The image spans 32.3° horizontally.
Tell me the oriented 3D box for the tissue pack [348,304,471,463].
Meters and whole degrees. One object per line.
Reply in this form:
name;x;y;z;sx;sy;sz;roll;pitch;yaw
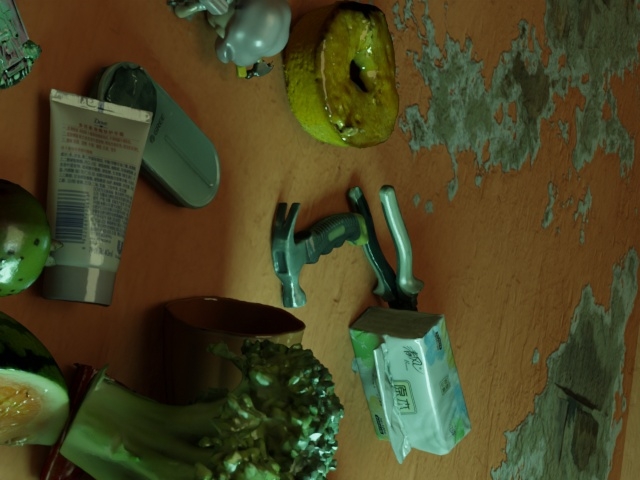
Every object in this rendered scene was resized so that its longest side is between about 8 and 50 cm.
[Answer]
tissue pack;0.136;0.246;1.861;0.145;0.159;0.229;-35;119;-42

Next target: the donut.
donut;0.044;-0.260;1.748;0.253;0.118;0.253;0;90;-53

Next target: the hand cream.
hand cream;-0.277;-0.048;1.309;0.133;0.083;0.247;13;81;-37

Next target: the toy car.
toy car;-0.360;-0.234;1.210;0.069;0.055;0.142;-44;136;-36

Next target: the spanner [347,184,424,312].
spanner;0.127;0.052;1.892;0.040;0.096;0.324;-43;125;-46

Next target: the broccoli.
broccoli;-0.139;0.287;1.248;0.277;0.318;0.338;-72;165;-60

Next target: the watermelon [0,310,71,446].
watermelon;-0.357;0.139;1.156;0.303;0.128;0.159;20;75;-54

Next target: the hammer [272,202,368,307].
hammer;0.000;0.000;1.755;0.226;0.041;0.158;-26;113;-52

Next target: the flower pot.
flower pot;-0.127;0.177;1.471;0.191;0.191;0.173;-4;108;-56

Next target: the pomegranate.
pomegranate;-0.342;-0.008;1.188;0.159;0.129;0.129;-54;136;-67

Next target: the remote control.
remote control;-0.212;-0.132;1.430;0.247;0.052;0.104;50;50;-43

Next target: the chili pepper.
chili pepper;-0.292;0.237;1.318;0.088;0.065;0.168;46;58;-45

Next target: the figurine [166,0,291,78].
figurine;-0.116;-0.319;1.525;0.229;0.112;0.137;40;63;-37
